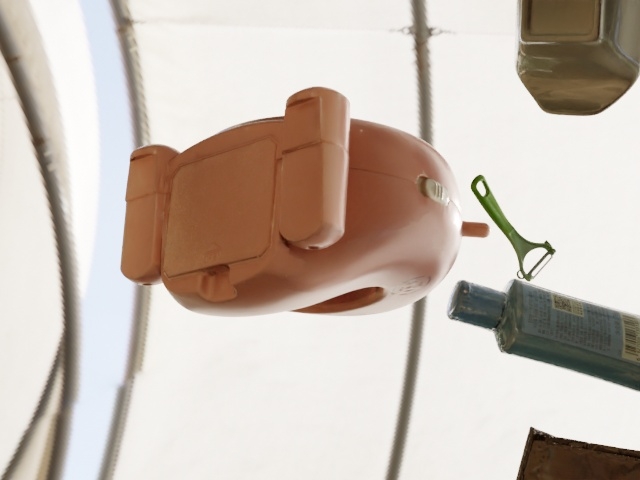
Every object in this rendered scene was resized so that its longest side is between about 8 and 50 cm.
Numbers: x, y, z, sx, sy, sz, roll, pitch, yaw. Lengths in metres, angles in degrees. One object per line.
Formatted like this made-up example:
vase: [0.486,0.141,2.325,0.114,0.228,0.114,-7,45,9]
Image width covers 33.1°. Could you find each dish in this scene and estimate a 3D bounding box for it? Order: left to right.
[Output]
dish: [0.276,-0.254,1.187,0.154,0.064,0.234,6,-77,33]

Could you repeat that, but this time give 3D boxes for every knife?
knife: [0.260,-0.021,1.510,0.166,0.078,0.023,50,-30,-9]

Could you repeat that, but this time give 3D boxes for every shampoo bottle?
shampoo bottle: [0.279,0.105,1.302,0.258,0.103,0.061,17,-39,-9]

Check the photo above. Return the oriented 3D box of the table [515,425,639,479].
table: [0.322,0.306,1.123,0.169,0.172,0.193,25,-13,-28]

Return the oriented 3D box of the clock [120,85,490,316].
clock: [0.000,0.000,0.840,0.227,0.241,0.142,-12,-110,39]
